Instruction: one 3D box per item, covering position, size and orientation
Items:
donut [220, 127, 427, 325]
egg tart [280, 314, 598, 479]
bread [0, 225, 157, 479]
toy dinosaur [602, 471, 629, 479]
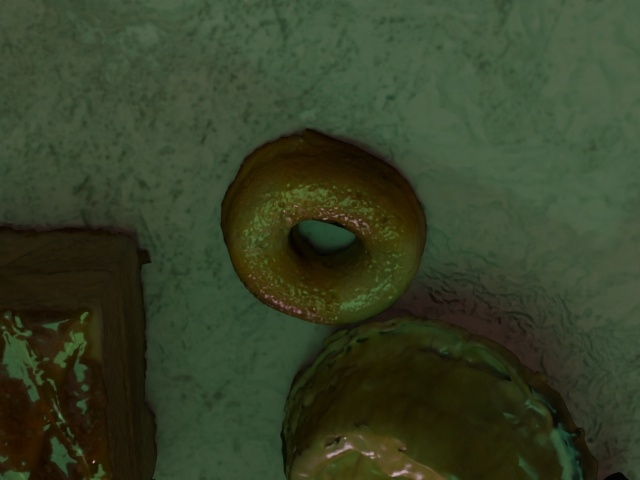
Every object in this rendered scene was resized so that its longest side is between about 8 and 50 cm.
[{"bbox_3d":[0.001,-0.001,1.498,0.190,0.074,0.174,35,112,-11],"label":"donut"},{"bbox_3d":[0.084,0.232,1.501,0.345,0.132,0.345,12,113,32],"label":"egg tart"},{"bbox_3d":[-0.304,0.143,1.518,0.279,0.207,0.279,3,116,5],"label":"bread"},{"bbox_3d":[0.253,0.304,1.551,0.087,0.179,0.187,18,88,-5],"label":"toy dinosaur"}]
